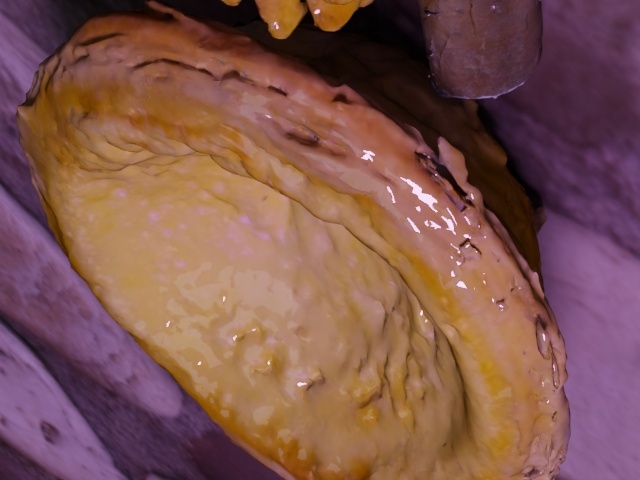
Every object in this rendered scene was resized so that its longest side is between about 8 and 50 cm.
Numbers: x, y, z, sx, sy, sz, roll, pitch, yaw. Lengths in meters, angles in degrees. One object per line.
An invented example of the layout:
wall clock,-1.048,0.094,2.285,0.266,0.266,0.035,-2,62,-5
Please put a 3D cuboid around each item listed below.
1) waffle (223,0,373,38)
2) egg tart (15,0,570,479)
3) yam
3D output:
waffle,-0.032,-0.189,0.659,0.232,0.051,0.228,57,151,6
egg tart,0.000,0.000,0.848,0.315,0.120,0.315,29,147,21
yam,0.058,-0.115,0.705,0.054,0.054,0.132,23,147,28
